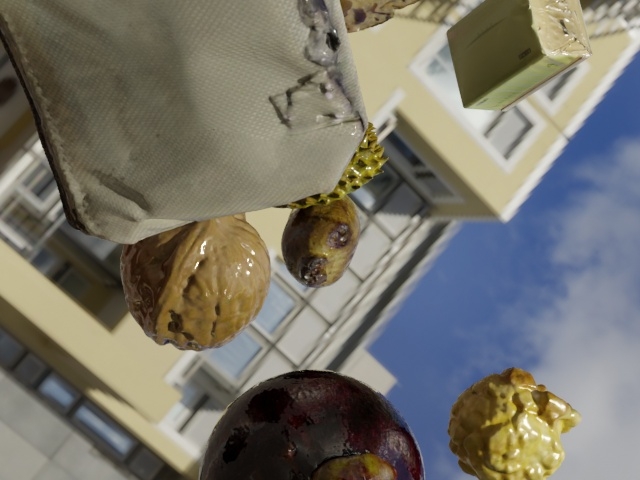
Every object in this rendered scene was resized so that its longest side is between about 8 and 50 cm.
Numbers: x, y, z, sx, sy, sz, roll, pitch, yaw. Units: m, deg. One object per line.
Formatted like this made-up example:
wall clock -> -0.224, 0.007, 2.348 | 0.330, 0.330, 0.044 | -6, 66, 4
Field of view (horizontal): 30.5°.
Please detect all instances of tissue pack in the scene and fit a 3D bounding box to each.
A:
tissue pack -> 0.332, -0.337, 1.995 | 0.234, 0.125, 0.159 | -31, -114, 56

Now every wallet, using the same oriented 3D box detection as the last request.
wallet -> -0.116, -0.141, 0.833 | 0.275, 0.335, 0.068 | -3, -143, 17

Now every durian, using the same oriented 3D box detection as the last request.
durian -> -0.027, -0.126, 1.937 | 0.260, 0.154, 0.186 | -24, -128, 10

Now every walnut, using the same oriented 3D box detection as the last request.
walnut -> -0.158, 0.036, 1.491 | 0.213, 0.213, 0.213 | -39, -160, 18

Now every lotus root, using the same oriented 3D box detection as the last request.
lotus root -> 0.058, -0.442, 1.840 | 0.188, 0.180, 0.199 | -14, 160, 0
lotus root -> 0.000, 0.000, 1.969 | 0.260, 0.128, 0.145 | -71, 170, -62

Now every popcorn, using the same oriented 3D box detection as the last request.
popcorn -> 0.264, 0.260, 1.620 | 0.180, 0.180, 0.170 | -24, -157, 47

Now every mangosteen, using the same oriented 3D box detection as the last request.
mangosteen -> -0.004, 0.333, 1.523 | 0.307, 0.307, 0.347 | -43, -148, 8
